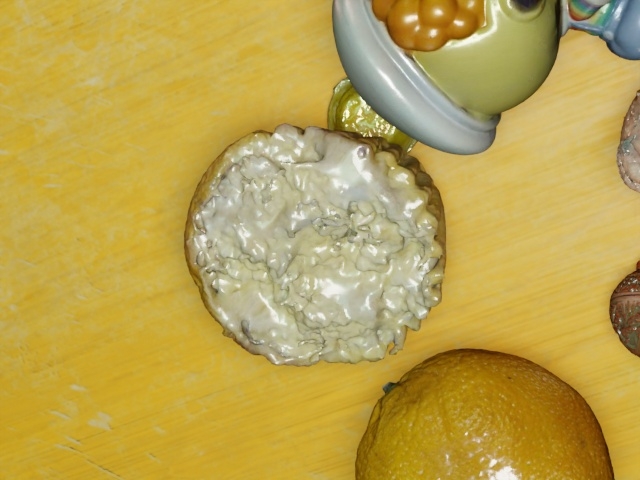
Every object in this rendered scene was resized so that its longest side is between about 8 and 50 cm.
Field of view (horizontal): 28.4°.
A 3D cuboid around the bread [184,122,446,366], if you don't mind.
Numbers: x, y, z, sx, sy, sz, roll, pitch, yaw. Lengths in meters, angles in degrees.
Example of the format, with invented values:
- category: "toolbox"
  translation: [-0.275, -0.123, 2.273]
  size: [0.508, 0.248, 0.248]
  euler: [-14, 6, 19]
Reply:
- category: "bread"
  translation: [0.000, 0.000, 1.274]
  size: [0.274, 0.149, 0.274]
  euler: [6, 115, 12]

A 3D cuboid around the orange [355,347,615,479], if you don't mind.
- category: "orange"
  translation: [0.159, 0.234, 1.245]
  size: [0.264, 0.264, 0.264]
  euler: [3, 102, 13]

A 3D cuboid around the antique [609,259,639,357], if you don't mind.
- category: "antique"
  translation: [0.334, 0.072, 1.242]
  size: [0.104, 0.104, 0.104]
  euler: [3, 102, 13]

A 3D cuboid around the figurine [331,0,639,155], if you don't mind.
- category: "figurine"
  translation: [0.205, -0.188, 1.149]
  size: [0.381, 0.224, 0.205]
  euler: [-5, 107, 17]

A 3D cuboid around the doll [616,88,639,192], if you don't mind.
- category: "doll"
  translation: [0.411, -0.047, 1.190]
  size: [0.303, 0.201, 0.156]
  euler: [35, 149, -1]

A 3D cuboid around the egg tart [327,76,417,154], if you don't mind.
- category: "egg tart"
  translation: [0.054, -0.125, 1.302]
  size: [0.105, 0.039, 0.105]
  euler: [2, 100, 12]
